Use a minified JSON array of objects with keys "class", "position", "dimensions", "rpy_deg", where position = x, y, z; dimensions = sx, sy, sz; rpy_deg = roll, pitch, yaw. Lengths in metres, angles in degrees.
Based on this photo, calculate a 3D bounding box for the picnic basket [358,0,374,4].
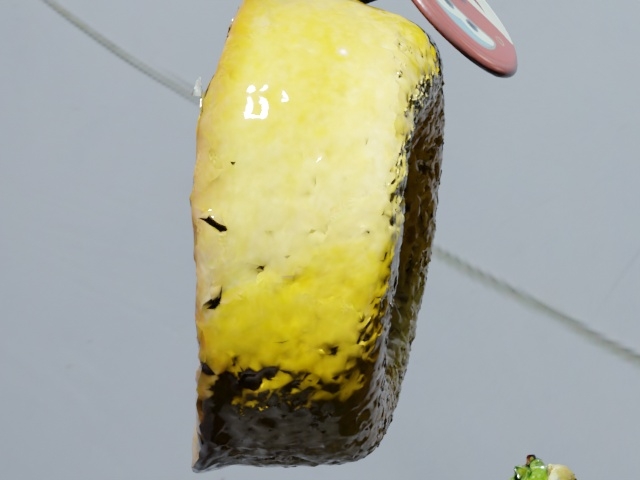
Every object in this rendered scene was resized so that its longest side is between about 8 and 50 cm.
[{"class":"picnic basket","position":[-0.020,-0.296,1.284],"dimensions":[0.222,0.297,0.129],"rpy_deg":[-17,78,47]}]

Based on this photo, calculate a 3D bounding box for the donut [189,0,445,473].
[{"class":"donut","position":[0.000,-0.002,0.830],"dimensions":[0.109,0.277,0.277],"rpy_deg":[9,97,9]}]

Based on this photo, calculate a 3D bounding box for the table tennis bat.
[{"class":"table tennis bat","position":[0.075,-0.139,0.859],"dimensions":[0.098,0.154,0.019],"rpy_deg":[41,115,-14]}]

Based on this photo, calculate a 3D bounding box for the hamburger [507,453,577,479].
[{"class":"hamburger","position":[0.251,0.340,1.596],"dimensions":[0.130,0.183,0.206],"rpy_deg":[-4,55,22]}]
